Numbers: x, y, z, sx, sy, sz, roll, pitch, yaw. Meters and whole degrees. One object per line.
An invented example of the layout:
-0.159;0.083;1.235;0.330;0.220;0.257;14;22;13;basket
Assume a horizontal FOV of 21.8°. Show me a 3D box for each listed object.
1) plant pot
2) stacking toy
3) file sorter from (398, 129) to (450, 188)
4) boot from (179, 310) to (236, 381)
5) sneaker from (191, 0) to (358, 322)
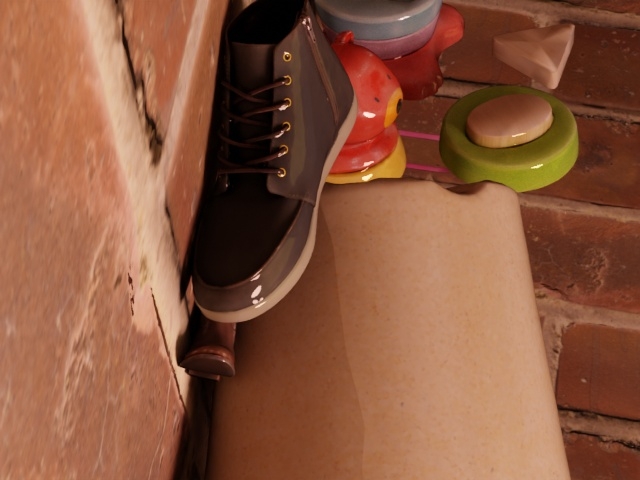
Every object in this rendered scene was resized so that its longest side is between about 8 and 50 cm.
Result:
0.045;0.115;1.252;0.334;0.334;0.305;58;29;-84;plant pot
0.109;-0.178;1.574;0.309;0.279;0.130;-78;168;-46;stacking toy
0.083;0.007;2.187;0.202;0.182;0.290;79;20;-79;file sorter
-0.068;0.037;1.143;0.106;0.037;0.114;143;-40;-77;boot
-0.047;-0.060;1.103;0.118;0.083;0.222;65;36;-47;sneaker
